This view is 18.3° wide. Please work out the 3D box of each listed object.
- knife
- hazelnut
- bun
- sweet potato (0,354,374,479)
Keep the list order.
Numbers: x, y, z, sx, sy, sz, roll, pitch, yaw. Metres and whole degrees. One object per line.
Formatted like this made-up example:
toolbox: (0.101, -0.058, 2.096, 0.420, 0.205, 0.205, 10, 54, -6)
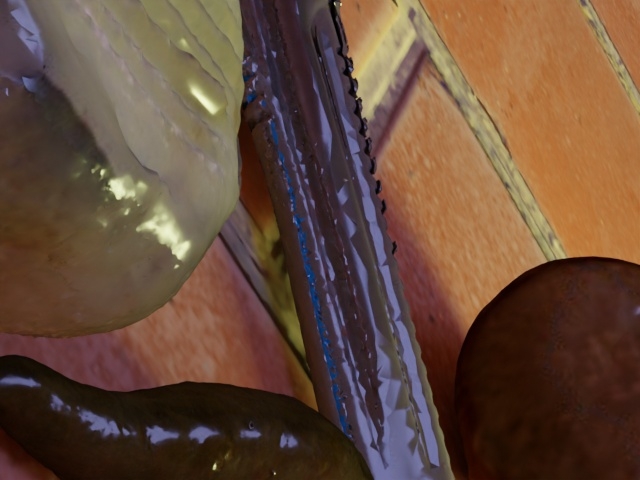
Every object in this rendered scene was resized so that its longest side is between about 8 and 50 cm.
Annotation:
knife: (-0.003, 0.002, 0.864, 0.089, 0.043, 0.365, -6, 73, -30)
hazelnut: (0.136, 0.086, 0.954, 0.150, 0.150, 0.150, 45, 32, -38)
bun: (-0.115, -0.077, 0.583, 0.239, 0.141, 0.239, 54, 22, -35)
sweet potato: (-0.031, 0.082, 0.714, 0.249, 0.059, 0.069, 37, 50, -40)
